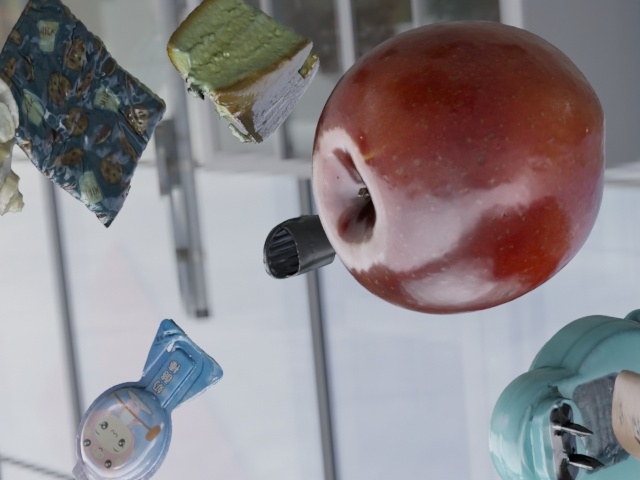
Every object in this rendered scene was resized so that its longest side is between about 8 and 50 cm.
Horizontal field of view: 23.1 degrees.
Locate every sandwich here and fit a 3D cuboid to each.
[{"bbox_3d":[-0.088,-0.192,1.688,0.122,0.128,0.236,35,178,5],"label":"sandwich"}]

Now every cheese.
[{"bbox_3d":[-0.234,0.227,2.027,0.135,0.245,0.052,40,-173,23],"label":"cheese"}]

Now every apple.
[{"bbox_3d":[0.102,-0.055,1.174,0.201,0.218,0.218,-10,-169,-18],"label":"apple"}]

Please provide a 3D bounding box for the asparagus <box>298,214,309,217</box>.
[{"bbox_3d":[-0.017,-0.026,2.152,0.016,0.016,0.163,5,-175,-8],"label":"asparagus"}]

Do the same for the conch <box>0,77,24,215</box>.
[{"bbox_3d":[-0.309,-0.085,1.191,0.207,0.155,0.130,35,-163,-17],"label":"conch"}]

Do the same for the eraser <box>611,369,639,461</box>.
[{"bbox_3d":[0.331,0.172,1.249,0.171,0.087,0.290,27,179,1],"label":"eraser"}]

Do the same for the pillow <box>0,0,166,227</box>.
[{"bbox_3d":[-0.289,-0.158,1.844,0.034,0.189,0.255,0,147,36],"label":"pillow"}]

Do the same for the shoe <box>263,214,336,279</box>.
[{"bbox_3d":[0.000,0.000,1.749,0.053,0.062,0.159,-3,-169,37],"label":"shoe"}]

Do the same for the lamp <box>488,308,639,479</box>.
[{"bbox_3d":[0.301,0.196,1.770,0.147,0.209,0.284,-4,-169,38],"label":"lamp"}]
